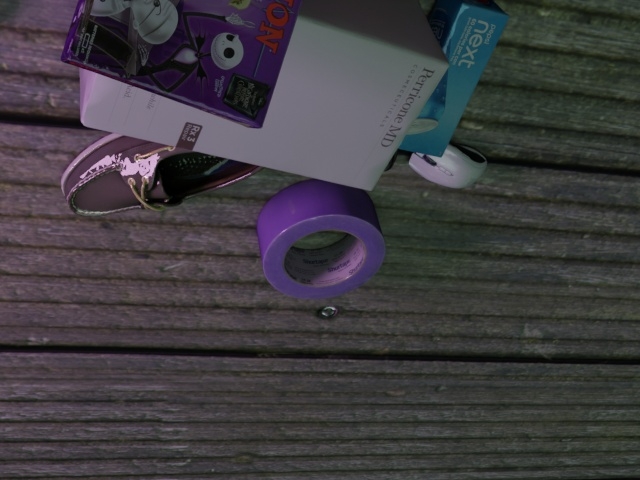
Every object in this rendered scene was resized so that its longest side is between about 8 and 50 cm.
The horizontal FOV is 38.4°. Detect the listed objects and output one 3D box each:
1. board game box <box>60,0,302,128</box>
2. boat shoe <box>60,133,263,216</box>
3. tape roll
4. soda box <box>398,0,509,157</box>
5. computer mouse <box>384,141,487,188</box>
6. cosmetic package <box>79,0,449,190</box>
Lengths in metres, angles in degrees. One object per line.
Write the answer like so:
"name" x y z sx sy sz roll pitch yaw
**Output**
"board game box" -0.103 -0.307 0.908 0.208 0.056 0.347 16 91 -29
"boat shoe" -0.209 -0.096 1.233 0.305 0.091 0.109 -20 137 7
"tape roll" 0.000 0.000 1.400 0.189 0.080 0.189 -8 138 -7
"soda box" 0.158 -0.216 1.190 0.071 0.067 0.210 9 123 -23
"computer mouse" 0.170 -0.118 1.342 0.193 0.042 0.106 17 129 -29
"cosmetic package" -0.071 -0.216 1.091 0.385 0.156 0.217 11 130 -23
